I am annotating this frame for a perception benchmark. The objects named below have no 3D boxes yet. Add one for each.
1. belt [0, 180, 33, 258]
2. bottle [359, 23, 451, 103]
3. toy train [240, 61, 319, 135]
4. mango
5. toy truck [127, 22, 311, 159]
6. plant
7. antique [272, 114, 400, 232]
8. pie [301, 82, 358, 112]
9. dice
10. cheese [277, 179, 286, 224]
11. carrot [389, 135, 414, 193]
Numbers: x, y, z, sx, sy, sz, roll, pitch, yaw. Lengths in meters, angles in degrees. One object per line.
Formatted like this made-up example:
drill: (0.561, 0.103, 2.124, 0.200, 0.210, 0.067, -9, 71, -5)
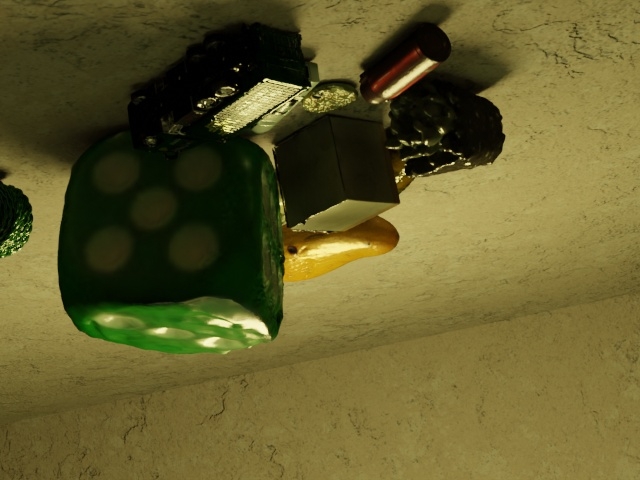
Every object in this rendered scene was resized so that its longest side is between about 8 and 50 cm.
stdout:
belt: (-0.526, -0.036, 1.887, 0.151, 0.121, 0.079, 5, 173, 20)
bottle: (0.109, -0.235, 1.662, 0.060, 0.060, 0.164, 0, 163, -29)
toy train: (-0.068, -0.194, 1.725, 0.043, 0.047, 0.207, 1, 160, -29)
mango: (-0.002, -0.005, 2.308, 0.295, 0.120, 0.177, -17, 155, 21)
toy truck: (-0.144, -0.193, 1.612, 0.121, 0.088, 0.259, 5, 158, -42)
plant: (0.177, -0.163, 1.819, 0.194, 0.129, 0.132, 3, 161, -45)
antique: (0.028, -0.101, 1.931, 0.148, 0.147, 0.152, 1, 162, -41)
pie: (0.014, -0.208, 1.774, 0.085, 0.017, 0.085, -8, 163, -3)
dice: (-0.211, 0.009, 1.839, 0.300, 0.287, 0.297, -1, 159, 8)
cheese: (-0.012, -0.094, 2.105, 0.235, 0.050, 0.127, -24, 160, 22)
carrot: (0.114, -0.113, 2.014, 0.082, 0.082, 0.173, 2, 151, -35)
